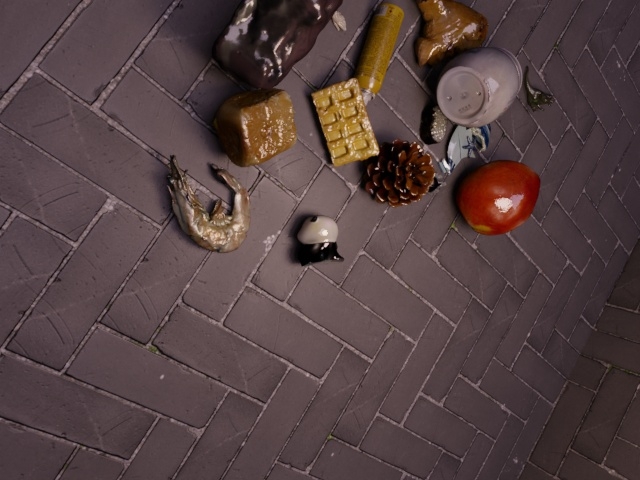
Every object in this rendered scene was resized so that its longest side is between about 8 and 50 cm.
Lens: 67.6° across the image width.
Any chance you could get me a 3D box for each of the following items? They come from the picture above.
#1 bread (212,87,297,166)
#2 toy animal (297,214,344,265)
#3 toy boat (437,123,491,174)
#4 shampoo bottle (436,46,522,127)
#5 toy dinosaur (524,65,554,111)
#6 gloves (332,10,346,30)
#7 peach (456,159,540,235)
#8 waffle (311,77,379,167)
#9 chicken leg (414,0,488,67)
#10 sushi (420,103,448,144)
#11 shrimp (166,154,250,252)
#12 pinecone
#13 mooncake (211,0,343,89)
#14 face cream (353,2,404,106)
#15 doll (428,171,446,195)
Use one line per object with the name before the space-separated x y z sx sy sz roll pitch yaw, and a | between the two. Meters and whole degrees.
bread | -0.196 -0.349 1.450 0.246 0.176 0.195 -35 133 -36
toy animal | 0.000 0.000 1.659 0.166 0.138 0.179 -8 95 -50
toy boat | 0.609 -0.397 1.983 0.210 0.070 0.291 17 94 -27
shampoo bottle | 0.581 -0.564 1.752 0.266 0.273 0.273 -34 115 -35
toy dinosaur | 0.975 -0.676 2.176 0.187 0.087 0.179 4 60 -46
gloves | 0.060 -0.743 1.615 0.044 0.037 0.081 -40 129 22
peach | 0.725 -0.182 1.944 0.332 0.308 0.308 -30 116 11
waffle | 0.085 -0.399 1.634 0.168 0.057 0.274 -19 110 5
chicken leg | 0.422 -0.793 1.757 0.409 0.182 0.295 35 97 -27
sushi | 0.443 -0.450 1.863 0.090 0.078 0.150 1 92 -31
shrimp | -0.340 -0.122 1.467 0.247 0.085 0.360 -47 122 -25
pinecone | 0.295 -0.247 1.717 0.264 0.264 0.264 -6 102 -30
mooncake | -0.108 -0.610 1.345 0.212 0.381 0.350 37 38 -15
face cream | 0.191 -0.636 1.667 0.105 0.105 0.348 18 89 -32
doll | 0.420 -0.227 1.898 0.195 0.070 0.096 0 114 -24
